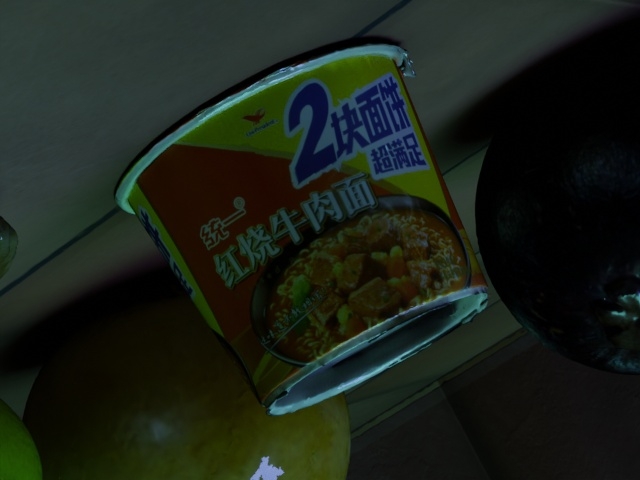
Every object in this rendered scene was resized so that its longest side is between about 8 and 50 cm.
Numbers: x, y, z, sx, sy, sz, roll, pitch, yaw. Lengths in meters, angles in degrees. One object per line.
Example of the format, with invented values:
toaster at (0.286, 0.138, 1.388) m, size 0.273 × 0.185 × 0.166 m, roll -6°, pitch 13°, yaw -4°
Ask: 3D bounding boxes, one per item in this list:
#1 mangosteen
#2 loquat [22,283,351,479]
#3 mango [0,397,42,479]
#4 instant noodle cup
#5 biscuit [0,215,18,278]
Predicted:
mangosteen at (0.263, -0.034, 1.514) m, size 0.288 × 0.288 × 0.288 m, roll -28°, pitch 169°, yaw -6°
loquat at (-0.105, 0.160, 1.448) m, size 0.263 × 0.263 × 0.263 m, roll -28°, pitch 169°, yaw -6°
mango at (-0.298, 0.169, 1.212) m, size 0.149 × 0.185 × 0.273 m, roll 5°, pitch -155°, yaw 31°
instant noodle cup at (0.000, 0.000, 1.178) m, size 0.213 × 0.174 × 0.213 m, roll -27°, pitch 168°, yaw -6°
biscuit at (-0.274, 0.042, 1.026) m, size 0.226 × 0.042 × 0.226 m, roll -29°, pitch 170°, yaw -5°
